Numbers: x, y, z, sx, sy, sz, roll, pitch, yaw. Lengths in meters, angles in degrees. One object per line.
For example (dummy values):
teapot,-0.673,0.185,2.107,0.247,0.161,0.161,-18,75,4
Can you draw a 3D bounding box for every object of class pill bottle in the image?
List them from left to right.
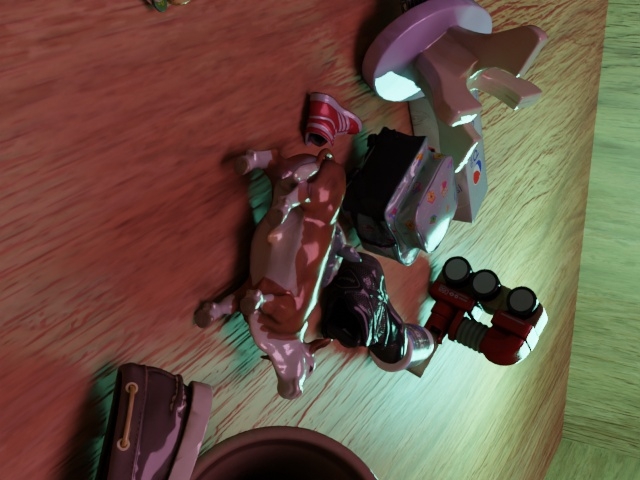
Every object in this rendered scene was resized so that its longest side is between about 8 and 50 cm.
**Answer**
pill bottle,0.144,0.183,1.577,0.137,0.078,0.078,3,97,-65

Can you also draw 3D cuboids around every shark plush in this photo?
shark plush,0.000,0.000,1.237,0.067,0.073,0.161,-39,148,-11

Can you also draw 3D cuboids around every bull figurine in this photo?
bull figurine,-0.048,0.036,1.089,0.188,0.101,0.311,7,93,-63

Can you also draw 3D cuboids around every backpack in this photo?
backpack,0.125,-0.055,1.368,0.166,0.144,0.188,-63,160,-23

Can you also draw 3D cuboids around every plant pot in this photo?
plant pot,-0.058,0.349,1.042,0.229,0.263,0.263,121,-13,-75

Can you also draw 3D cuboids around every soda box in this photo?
soda box,0.228,-0.165,1.602,0.098,0.091,0.286,-60,149,-35

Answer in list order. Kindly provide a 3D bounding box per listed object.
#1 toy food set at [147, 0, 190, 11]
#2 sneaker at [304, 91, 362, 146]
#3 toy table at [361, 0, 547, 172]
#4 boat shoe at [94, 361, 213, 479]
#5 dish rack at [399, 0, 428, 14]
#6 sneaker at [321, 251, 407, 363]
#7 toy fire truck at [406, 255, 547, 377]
toy food set,-0.148,-0.259,0.857,0.082,0.020,0.083,-39,134,-54
sneaker,0.016,-0.147,1.219,0.118,0.042,0.067,26,72,-56
toy table,0.206,-0.242,1.351,0.274,0.161,0.252,-27,153,-36
boat shoe,-0.201,0.279,0.871,0.325,0.096,0.116,-71,-166,-10
dish rack,0.163,-0.445,1.386,0.271,0.074,0.208,-55,144,-38
sneaker,0.064,0.137,1.386,0.130,0.087,0.228,-59,145,-33
toy fire truck,0.277,0.176,1.722,0.246,0.217,0.158,-58,151,-9
